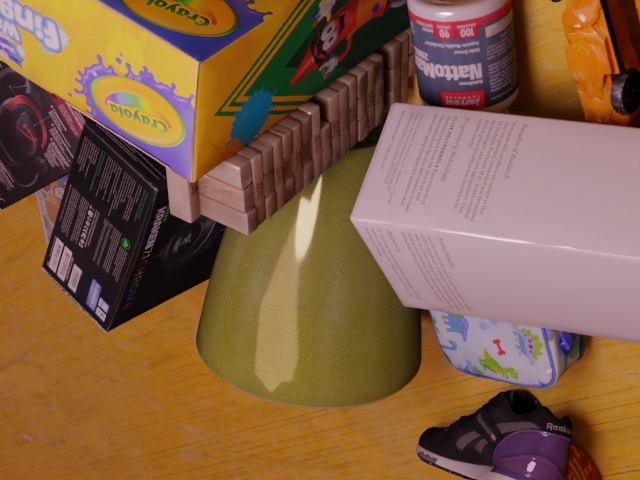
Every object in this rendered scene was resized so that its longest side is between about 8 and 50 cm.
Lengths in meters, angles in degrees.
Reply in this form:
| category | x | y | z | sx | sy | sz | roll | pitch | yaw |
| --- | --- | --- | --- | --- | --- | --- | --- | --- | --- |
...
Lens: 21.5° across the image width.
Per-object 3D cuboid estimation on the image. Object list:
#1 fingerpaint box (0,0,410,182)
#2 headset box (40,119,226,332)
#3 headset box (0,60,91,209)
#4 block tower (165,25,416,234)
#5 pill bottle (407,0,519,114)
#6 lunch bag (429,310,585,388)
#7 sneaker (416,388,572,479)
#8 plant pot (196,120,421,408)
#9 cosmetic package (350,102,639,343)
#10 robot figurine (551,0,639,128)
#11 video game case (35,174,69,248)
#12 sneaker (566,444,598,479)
| category | x | y | z | sx | sy | sz | roll | pitch | yaw |
| --- | --- | --- | --- | --- | --- | --- | --- | --- | --- |
| fingerpaint box | -0.176 | -0.306 | 1.774 | 0.445 | 0.371 | 0.163 | 33 | 139 | 23 |
| headset box | -0.170 | -0.058 | 2.046 | 0.131 | 0.283 | 0.246 | 42 | 133 | 20 |
| headset box | -0.370 | -0.194 | 2.249 | 0.293 | 0.110 | 0.218 | -24 | 98 | 47 |
| block tower | -0.023 | -0.130 | 1.800 | 0.097 | 0.335 | 0.091 | 24 | 136 | 29 |
| pill bottle | 0.153 | -0.185 | 1.769 | 0.108 | 0.108 | 0.180 | 16 | 131 | 35 |
| lunch bag | 0.207 | 0.059 | 1.930 | 0.176 | 0.090 | 0.219 | 7 | 125 | 42 |
| sneaker | 0.224 | 0.243 | 2.077 | 0.107 | 0.124 | 0.283 | 20 | 175 | -26 |
| plant pot | 0.000 | 0.000 | 1.974 | 0.274 | 0.275 | 0.294 | 24 | 122 | 30 |
| cosmetic package | 0.240 | -0.010 | 1.691 | 0.365 | 0.155 | 0.197 | 8 | 152 | 26 |
| robot figurine | 0.300 | -0.226 | 1.610 | 0.211 | 0.085 | 0.291 | 8 | 126 | 40 |
| video game case | -0.330 | -0.042 | 2.423 | 0.206 | 0.026 | 0.227 | 21 | 133 | 31 |
| sneaker | 0.313 | 0.325 | 2.069 | 0.067 | 0.064 | 0.175 | 6 | 123 | 53 |
